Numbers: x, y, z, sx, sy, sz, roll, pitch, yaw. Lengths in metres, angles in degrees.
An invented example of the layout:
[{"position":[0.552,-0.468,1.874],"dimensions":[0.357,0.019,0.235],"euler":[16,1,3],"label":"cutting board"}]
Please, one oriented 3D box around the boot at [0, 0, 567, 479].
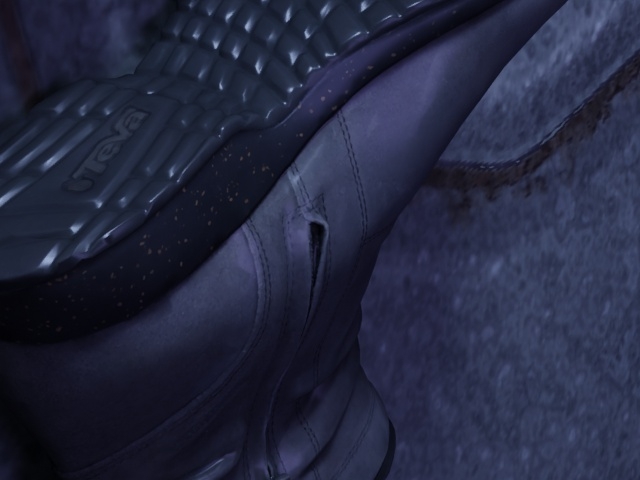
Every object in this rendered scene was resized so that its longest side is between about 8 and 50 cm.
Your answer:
[{"position":[0.000,0.000,0.680],"dimensions":[0.338,0.118,0.222],"euler":[-37,132,-27],"label":"boot"}]
